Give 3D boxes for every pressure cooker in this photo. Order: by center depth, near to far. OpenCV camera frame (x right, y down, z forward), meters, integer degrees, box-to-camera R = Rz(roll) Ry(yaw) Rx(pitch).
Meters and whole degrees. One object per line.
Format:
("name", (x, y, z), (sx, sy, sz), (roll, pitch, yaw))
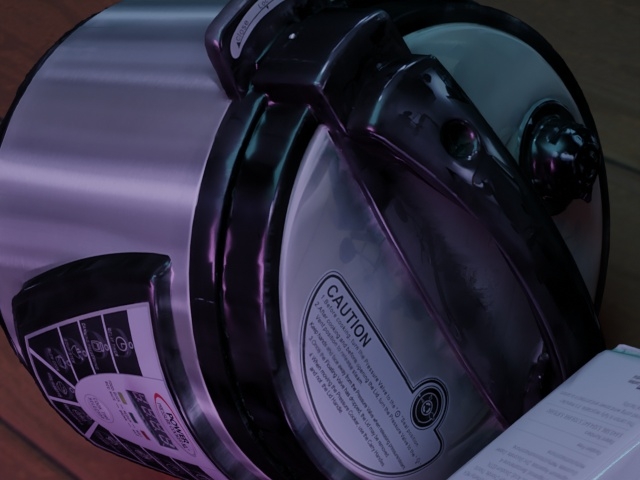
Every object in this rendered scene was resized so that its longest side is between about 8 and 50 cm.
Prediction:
("pressure cooker", (0.003, -0.005, 1.099), (0.420, 0.370, 0.376), (10, 93, 46))

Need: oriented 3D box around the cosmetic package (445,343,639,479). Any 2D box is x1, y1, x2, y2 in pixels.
("cosmetic package", (0.114, 0.264, 0.906), (0.385, 0.217, 0.156), (-36, 10, -9))
